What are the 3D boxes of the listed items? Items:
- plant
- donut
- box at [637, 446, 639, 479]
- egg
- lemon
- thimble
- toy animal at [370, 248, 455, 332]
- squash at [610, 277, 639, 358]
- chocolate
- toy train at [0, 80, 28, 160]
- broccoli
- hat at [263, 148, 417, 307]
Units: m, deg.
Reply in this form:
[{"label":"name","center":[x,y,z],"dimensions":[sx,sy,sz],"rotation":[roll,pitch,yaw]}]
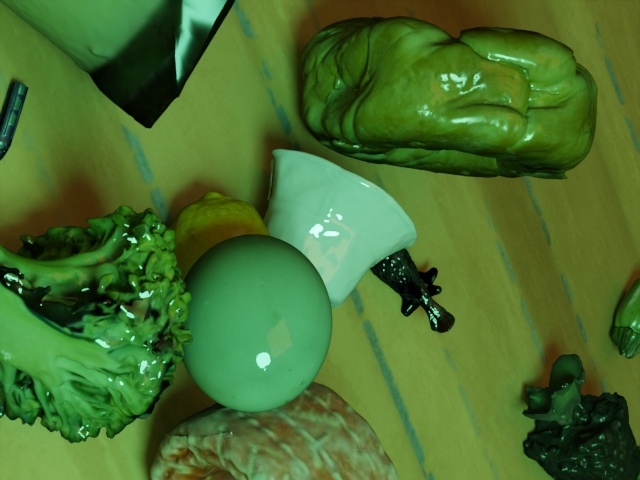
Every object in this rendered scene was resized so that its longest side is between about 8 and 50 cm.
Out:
[{"label":"plant","center":[0.362,0.266,1.627],"dimensions":[0.203,0.131,0.142],"rotation":[48,54,-24]},{"label":"donut","center":[0.146,-0.169,1.381],"dimensions":[0.360,0.360,0.170],"rotation":[10,87,-43]},{"label":"box","center":[0.604,0.471,1.878],"dimensions":[0.187,0.047,0.335],"rotation":[-18,94,-46]},{"label":"egg","center":[-0.063,0.077,1.099],"dimensions":[0.149,0.149,0.192],"rotation":[46,20,-27]},{"label":"lemon","center":[-0.106,0.024,1.234],"dimensions":[0.114,0.114,0.155],"rotation":[-8,93,-46]},{"label":"thimble","center":[-0.041,0.263,1.156],"dimensions":[0.162,0.239,0.239],"rotation":[-27,100,-47]},{"label":"toy animal","center":[0.094,0.026,1.464],"dimensions":[0.202,0.070,0.105],"rotation":[52,6,-13]},{"label":"squash","center":[0.498,0.136,1.839],"dimensions":[0.132,0.105,0.105],"rotation":[-38,108,-24]},{"label":"chocolate","center":[-0.215,-0.321,1.097],"dimensions":[0.297,0.314,0.326],"rotation":[24,102,-18]},{"label":"toy train","center":[-0.305,-0.116,1.136],"dimensions":[0.017,0.017,0.083],"rotation":[28,62,-36]},{"label":"broccoli","center":[-0.241,0.036,1.034],"dimensions":[0.273,0.242,0.180],"rotation":[51,28,-32]},{"label":"hat","center":[0.000,0.000,1.320],"dimensions":[0.203,0.203,0.126],"rotation":[37,71,-33]}]
